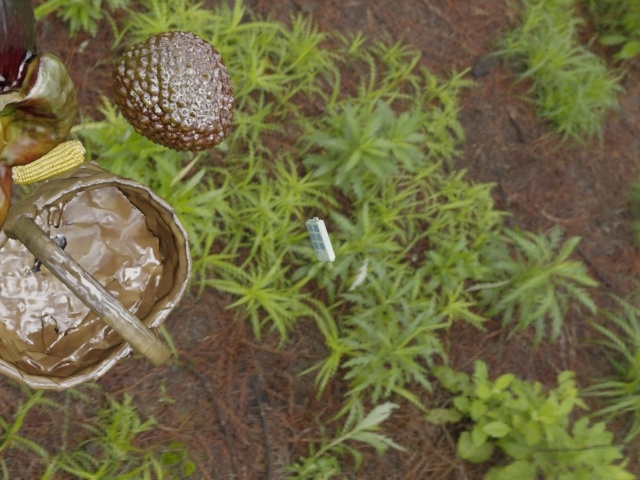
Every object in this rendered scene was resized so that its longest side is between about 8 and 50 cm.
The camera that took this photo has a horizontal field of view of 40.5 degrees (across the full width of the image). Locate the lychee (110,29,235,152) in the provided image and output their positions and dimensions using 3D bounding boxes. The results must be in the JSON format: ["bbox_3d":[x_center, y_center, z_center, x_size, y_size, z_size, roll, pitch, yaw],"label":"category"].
[{"bbox_3d":[-0.279,-0.285,1.679,0.236,0.236,0.271,-12,51,-32],"label":"lychee"}]

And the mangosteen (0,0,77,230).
[{"bbox_3d":[-0.320,-0.125,0.614,0.288,0.288,0.288,10,69,-27],"label":"mangosteen"}]

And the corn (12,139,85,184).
[{"bbox_3d":[-0.334,-0.095,1.063,0.092,0.037,0.037,-22,86,-20],"label":"corn"}]

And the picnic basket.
[{"bbox_3d":[-0.322,0.068,1.208,0.293,0.337,0.337,51,54,-31],"label":"picnic basket"}]

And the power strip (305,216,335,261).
[{"bbox_3d":[0.000,0.000,1.614,0.016,0.040,0.090,-30,110,-33],"label":"power strip"}]
